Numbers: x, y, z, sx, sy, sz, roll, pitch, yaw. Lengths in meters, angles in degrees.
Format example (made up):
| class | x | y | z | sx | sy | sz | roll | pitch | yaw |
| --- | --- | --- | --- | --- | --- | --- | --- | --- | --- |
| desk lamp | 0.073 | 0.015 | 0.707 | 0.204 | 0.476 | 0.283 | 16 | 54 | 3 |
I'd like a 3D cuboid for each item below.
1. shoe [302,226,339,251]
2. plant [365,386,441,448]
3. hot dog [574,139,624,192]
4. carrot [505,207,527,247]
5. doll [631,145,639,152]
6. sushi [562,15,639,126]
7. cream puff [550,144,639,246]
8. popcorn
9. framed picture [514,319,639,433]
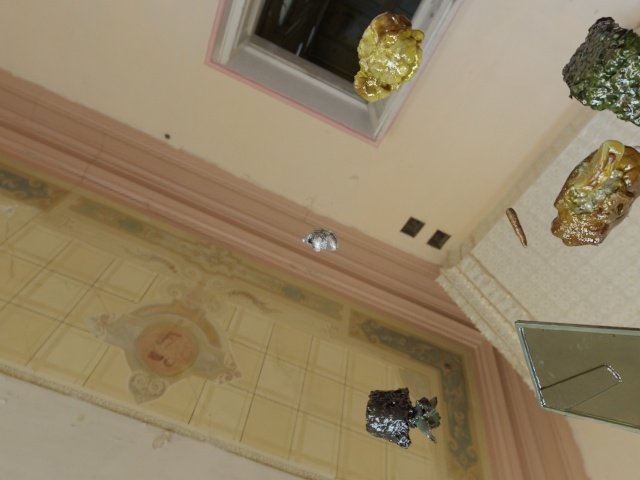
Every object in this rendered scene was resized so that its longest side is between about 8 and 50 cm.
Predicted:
| class | x | y | z | sx | sy | sz | roll | pitch | yaw |
| --- | --- | --- | --- | --- | --- | --- | --- | --- | --- |
| shoe | 0.000 | 0.000 | 1.830 | 0.092 | 0.089 | 0.180 | -24 | -148 | -31 |
| plant | 0.225 | 0.480 | 1.134 | 0.203 | 0.142 | 0.131 | 9 | -169 | 18 |
| hot dog | 0.426 | -0.107 | 0.631 | 0.030 | 0.090 | 0.034 | 17 | -140 | 2 |
| carrot | 0.737 | -0.049 | 1.548 | 0.036 | 0.036 | 0.165 | -6 | -108 | -39 |
| doll | 1.151 | -0.308 | 1.297 | 0.423 | 0.348 | 0.161 | 21 | -120 | -20 |
| sushi | 0.794 | -0.409 | 1.043 | 0.294 | 0.178 | 0.352 | 26 | -141 | 0 |
| cream puff | 0.690 | -0.111 | 1.031 | 0.241 | 0.269 | 0.155 | -24 | -130 | -32 |
| popcorn | 0.261 | -0.689 | 1.575 | 0.225 | 0.332 | 0.265 | 18 | -166 | -47 |
| framed picture | 0.582 | 0.285 | 0.868 | 0.024 | 0.315 | 0.232 | -21 | -85 | -31 |
